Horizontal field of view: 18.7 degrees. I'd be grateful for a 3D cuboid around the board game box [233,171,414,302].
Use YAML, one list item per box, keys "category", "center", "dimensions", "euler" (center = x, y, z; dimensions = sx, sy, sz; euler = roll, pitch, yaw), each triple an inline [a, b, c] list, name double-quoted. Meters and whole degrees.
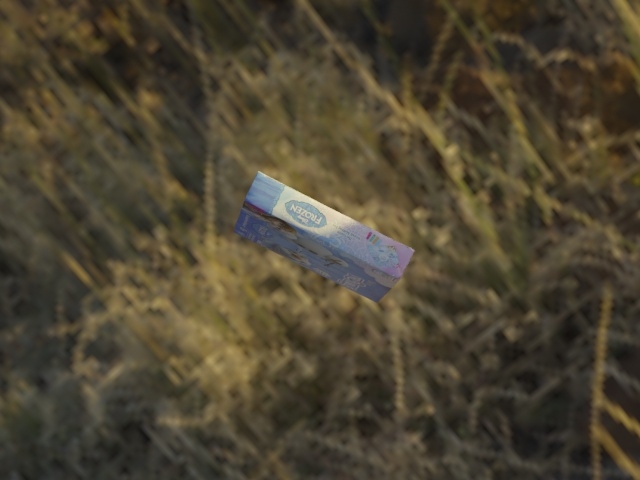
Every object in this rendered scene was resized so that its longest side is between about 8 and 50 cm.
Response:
- category: "board game box"
  center: [0.000, 0.000, 1.026]
  dimensions: [0.090, 0.090, 0.020]
  euler: [119, 177, -79]
